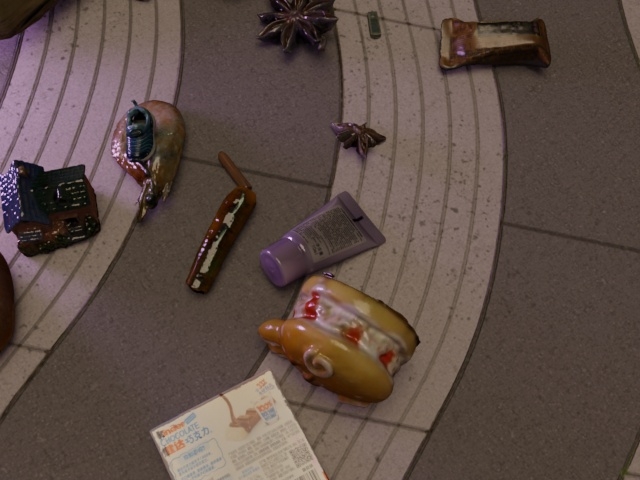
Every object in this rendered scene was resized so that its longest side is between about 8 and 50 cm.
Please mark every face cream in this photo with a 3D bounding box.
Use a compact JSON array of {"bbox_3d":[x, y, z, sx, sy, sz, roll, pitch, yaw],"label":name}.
[{"bbox_3d":[0.000,0.000,1.677,0.274,0.096,0.154,-29,69,-28],"label":"face cream"}]

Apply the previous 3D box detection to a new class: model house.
[{"bbox_3d":[-0.577,-0.083,1.622,0.183,0.172,0.166,-12,68,-9],"label":"model house"}]

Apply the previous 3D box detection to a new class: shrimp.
[{"bbox_3d":[-0.400,-0.186,1.734,0.168,0.077,0.317,3,63,8],"label":"shrimp"}]

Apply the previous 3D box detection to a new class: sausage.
[{"bbox_3d":[-0.198,-0.158,1.754,0.026,0.026,0.116,-33,73,-15],"label":"sausage"}]

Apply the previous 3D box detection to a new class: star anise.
[{"bbox_3d":[0.078,-0.247,1.793,0.129,0.056,0.124,29,44,13],"label":"star anise"},{"bbox_3d":[-0.050,-0.532,1.884,0.230,0.081,0.262,-29,62,-14],"label":"star anise"}]

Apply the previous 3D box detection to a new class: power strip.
[{"bbox_3d":[0.135,-0.547,1.937,0.027,0.017,0.083,-5,70,-7],"label":"power strip"}]

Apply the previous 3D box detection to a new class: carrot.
[{"bbox_3d":[-0.216,-0.002,1.669,0.070,0.070,0.260,22,70,5],"label":"carrot"}]

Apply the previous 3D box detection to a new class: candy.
[{"bbox_3d":[0.425,-0.488,1.891,0.271,0.101,0.143,-2,74,2],"label":"candy"}]

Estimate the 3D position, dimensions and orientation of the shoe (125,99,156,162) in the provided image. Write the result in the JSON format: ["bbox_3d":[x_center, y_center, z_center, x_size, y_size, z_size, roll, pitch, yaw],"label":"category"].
[{"bbox_3d":[-0.398,-0.235,1.680,0.064,0.071,0.143,-4,64,8],"label":"shoe"}]

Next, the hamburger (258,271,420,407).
[{"bbox_3d":[0.025,0.198,1.509,0.303,0.261,0.186,28,72,27],"label":"hamburger"}]

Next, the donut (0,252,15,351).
[{"bbox_3d":[-0.765,0.117,1.543,0.317,0.150,0.299,33,67,10],"label":"donut"}]

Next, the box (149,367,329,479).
[{"bbox_3d":[-0.158,0.428,1.506,0.273,0.048,0.265,-25,72,-12],"label":"box"}]

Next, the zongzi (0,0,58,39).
[{"bbox_3d":[-0.611,-0.628,1.800,0.467,0.218,0.500,6,65,6],"label":"zongzi"}]
